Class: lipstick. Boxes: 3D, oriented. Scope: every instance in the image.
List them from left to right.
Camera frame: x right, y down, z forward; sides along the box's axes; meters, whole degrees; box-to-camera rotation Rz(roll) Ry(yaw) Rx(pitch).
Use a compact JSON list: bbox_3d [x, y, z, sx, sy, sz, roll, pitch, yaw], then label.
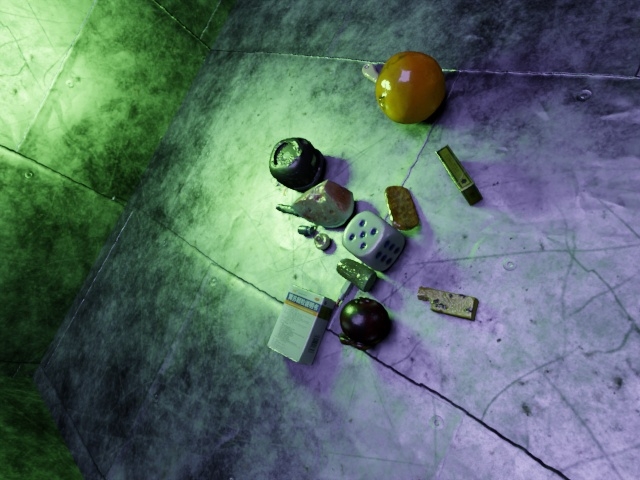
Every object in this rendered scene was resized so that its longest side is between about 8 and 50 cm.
[{"bbox_3d":[0.099,0.234,1.821,0.030,0.030,0.129,29,89,39],"label":"lipstick"}]

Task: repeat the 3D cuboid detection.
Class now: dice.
[{"bbox_3d":[0.219,0.002,1.732,0.191,0.193,0.194,38,93,38],"label":"dice"}]

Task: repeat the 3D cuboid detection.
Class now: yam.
[{"bbox_3d":[0.157,0.143,1.773,0.183,0.107,0.107,31,90,40],"label":"yam"}]

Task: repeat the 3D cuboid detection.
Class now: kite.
[{"bbox_3d":[-0.164,-0.327,2.252,0.241,0.014,0.184,10,78,36],"label":"kite"}]

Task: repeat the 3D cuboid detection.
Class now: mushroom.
[{"bbox_3d":[0.000,0.000,1.957,0.085,0.079,0.085,-14,61,27],"label":"mushroom"}]

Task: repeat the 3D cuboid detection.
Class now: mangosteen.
[{"bbox_3d":[0.171,0.324,1.639,0.209,0.209,0.210,-14,63,30],"label":"mangosteen"}]

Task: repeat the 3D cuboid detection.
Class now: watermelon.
[{"bbox_3d":[0.016,-0.192,1.953,0.317,0.226,0.148,12,51,26],"label":"watermelon"}]

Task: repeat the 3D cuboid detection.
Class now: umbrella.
[{"bbox_3d":[-0.155,-0.160,2.158,0.188,0.050,0.046,12,57,38],"label":"umbrella"}]

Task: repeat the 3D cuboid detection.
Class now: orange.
[{"bbox_3d":[0.392,-0.669,1.828,0.311,0.312,0.313,-14,63,30],"label":"orange"}]

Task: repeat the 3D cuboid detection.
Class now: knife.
[{"bbox_3d":[0.323,-0.800,2.108,0.081,0.043,0.336,-39,60,7],"label":"knife"}]

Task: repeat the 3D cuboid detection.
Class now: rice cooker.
[{"bbox_3d":[-0.121,-0.388,2.108,0.266,0.224,0.268,-10,65,23],"label":"rice cooker"}]

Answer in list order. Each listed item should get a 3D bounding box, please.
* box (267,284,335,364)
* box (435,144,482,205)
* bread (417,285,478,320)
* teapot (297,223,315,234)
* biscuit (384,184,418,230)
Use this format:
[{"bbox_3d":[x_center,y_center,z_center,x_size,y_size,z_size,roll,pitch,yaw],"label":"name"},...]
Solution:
[{"bbox_3d":[-0.085,0.370,1.845,0.199,0.106,0.300,15,79,38],"label":"box"},{"bbox_3d":[0.549,-0.258,1.646,0.064,0.141,0.220,-34,55,18],"label":"box"},{"bbox_3d":[0.466,0.232,1.556,0.225,0.049,0.088,7,75,37],"label":"bread"},{"bbox_3d":[-0.068,-0.051,2.054,0.083,0.063,0.049,5,105,33],"label":"teapot"},{"bbox_3d":[0.342,-0.141,1.772,0.118,0.029,0.247,-2,54,-7],"label":"biscuit"}]
